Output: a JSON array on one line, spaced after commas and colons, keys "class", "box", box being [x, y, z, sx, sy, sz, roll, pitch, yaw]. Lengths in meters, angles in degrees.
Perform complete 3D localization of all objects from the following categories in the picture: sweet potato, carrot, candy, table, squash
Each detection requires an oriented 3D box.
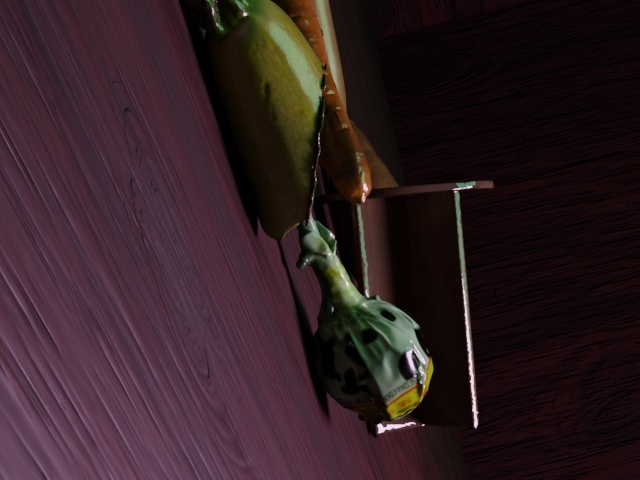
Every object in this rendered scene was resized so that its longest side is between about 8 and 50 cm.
[{"class": "sweet potato", "box": [0.054, 0.004, 1.839, 0.112, 0.085, 0.286, -39, -108, 58]}, {"class": "carrot", "box": [-0.009, -0.114, 1.321, 0.061, 0.061, 0.209, 64, 4, -67]}, {"class": "candy", "box": [0.000, 0.000, 1.306, 0.091, 0.083, 0.305, 19, -44, 60]}, {"class": "table", "box": [0.088, 0.063, 1.678, 0.167, 0.167, 0.226, 3, 82, -85]}, {"class": "squash", "box": [-0.031, -0.099, 1.160, 0.090, 0.075, 0.200, -62, 143, -42]}]

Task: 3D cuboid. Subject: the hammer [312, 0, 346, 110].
[{"class": "hammer", "box": [-0.021, -0.223, 1.489, 0.202, 0.113, 0.305, -72, 153, -75]}]
